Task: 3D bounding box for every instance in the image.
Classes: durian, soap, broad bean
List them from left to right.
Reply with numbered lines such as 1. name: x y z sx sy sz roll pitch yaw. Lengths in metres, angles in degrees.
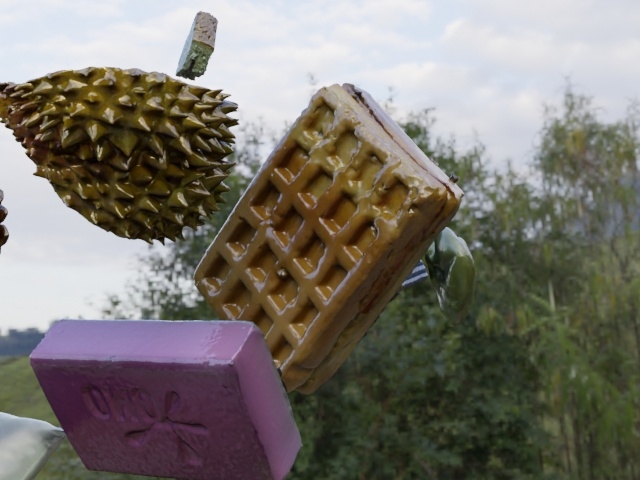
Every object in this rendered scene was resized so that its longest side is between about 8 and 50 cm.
1. durian: -0.175 -0.083 0.921 0.154 0.186 0.260 3 13 41
2. soap: -0.168 0.174 0.991 0.259 0.181 0.081 -1 33 23
3. broad bean: 0.201 0.053 1.397 0.072 0.153 0.207 -15 1 8

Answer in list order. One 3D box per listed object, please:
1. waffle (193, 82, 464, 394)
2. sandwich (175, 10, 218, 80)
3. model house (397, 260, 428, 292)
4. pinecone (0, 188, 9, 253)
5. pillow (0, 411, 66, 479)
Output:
1. waffle: 0.000 0.000 1.077 0.098 0.224 0.327 -2 -46 -50
2. sandwich: -0.183 -0.268 1.335 0.036 0.093 0.105 18 -38 -17
3. model house: 0.107 0.006 1.548 0.166 0.183 0.172 -13 40 -43
4. pinecone: -0.648 -0.023 1.497 0.224 0.224 0.272 -9 -17 29
5. pillow: -0.401 0.305 1.024 0.144 0.254 0.078 13 -36 18
